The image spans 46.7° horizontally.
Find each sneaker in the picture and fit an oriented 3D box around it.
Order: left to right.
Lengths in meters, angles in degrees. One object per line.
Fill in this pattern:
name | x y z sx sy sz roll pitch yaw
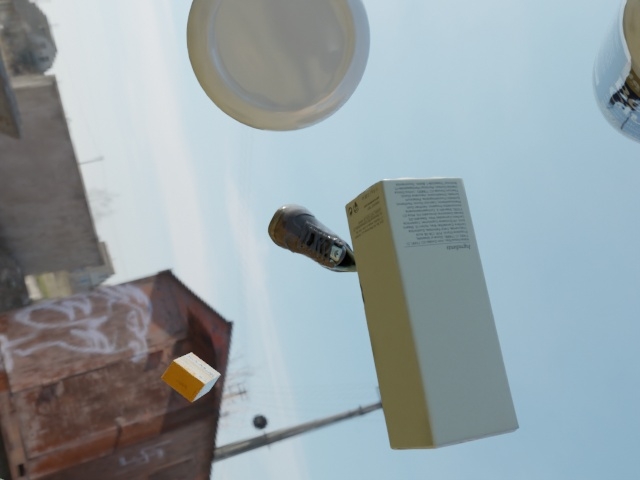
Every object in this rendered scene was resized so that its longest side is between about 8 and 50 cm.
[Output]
sneaker | 0.000 0.000 1.053 0.071 0.188 0.066 23 -93 32

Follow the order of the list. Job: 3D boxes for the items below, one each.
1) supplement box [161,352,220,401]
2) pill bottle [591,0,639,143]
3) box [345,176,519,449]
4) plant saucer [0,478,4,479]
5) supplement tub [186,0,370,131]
supplement box | -0.200 0.211 1.152 0.062 0.036 0.098 36 2 5
pill bottle | 0.201 -0.107 0.390 0.169 0.094 0.094 14 58 -77
box | 0.113 0.075 0.789 0.094 0.113 0.275 -32 -116 61
plant saucer | -0.309 0.293 0.782 0.037 0.241 0.241 -66 -172 -20
supplement tub | -0.058 -0.230 0.870 0.272 0.191 0.191 -125 -155 -75
